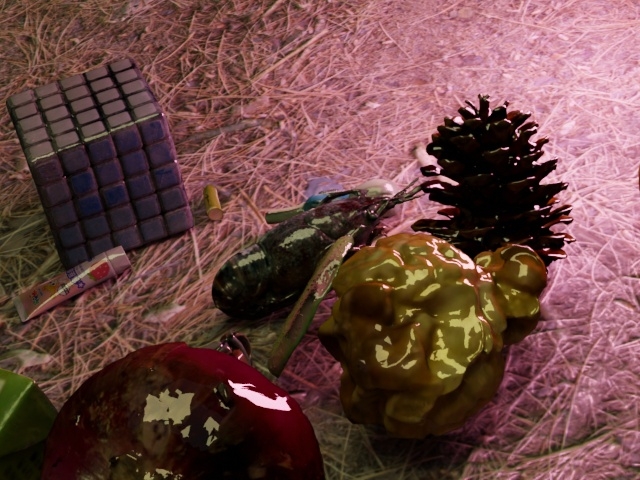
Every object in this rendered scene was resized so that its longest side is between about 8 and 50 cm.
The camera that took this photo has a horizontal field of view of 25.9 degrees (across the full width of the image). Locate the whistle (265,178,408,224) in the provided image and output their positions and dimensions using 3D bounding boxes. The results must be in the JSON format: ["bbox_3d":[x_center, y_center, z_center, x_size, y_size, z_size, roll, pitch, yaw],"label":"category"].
[{"bbox_3d":[0.027,-0.049,2.232,0.236,0.077,0.114,-10,7,14],"label":"whistle"}]

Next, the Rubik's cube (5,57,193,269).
[{"bbox_3d":[-0.368,-0.133,2.321,0.237,0.236,0.238,-21,37,-8],"label":"Rubik's cube"}]

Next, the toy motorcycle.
[{"bbox_3d":[-0.125,0.187,1.951,0.118,0.084,0.212,-32,27,-18],"label":"toy motorcycle"}]

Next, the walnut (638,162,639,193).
[{"bbox_3d":[0.567,-0.103,2.035,0.193,0.193,0.225,19,56,36],"label":"walnut"}]

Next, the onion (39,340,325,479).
[{"bbox_3d":[-0.148,0.289,1.698,0.348,0.347,0.385,-4,0,12],"label":"onion"}]

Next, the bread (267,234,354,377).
[{"bbox_3d":[-0.018,0.090,1.950,0.034,0.228,0.228,29,45,-2],"label":"bread"}]

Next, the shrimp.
[{"bbox_3d":[-0.002,0.001,2.121,0.372,0.137,0.172,-23,34,-12],"label":"shrimp"}]

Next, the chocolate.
[{"bbox_3d":[-0.448,0.275,1.789,0.301,0.288,0.137,11,54,30],"label":"chocolate"}]

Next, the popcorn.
[{"bbox_3d":[0.144,0.108,1.830,0.332,0.225,0.265,-39,73,-10],"label":"popcorn"}]

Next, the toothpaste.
[{"bbox_3d":[-0.401,0.068,2.239,0.195,0.042,0.067,-28,42,-9],"label":"toothpaste"}]

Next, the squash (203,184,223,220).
[{"bbox_3d":[-0.184,-0.067,2.353,0.028,0.027,0.083,-16,35,-3],"label":"squash"}]

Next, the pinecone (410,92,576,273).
[{"bbox_3d":[0.242,-0.066,2.006,0.246,0.292,0.246,-9,9,2],"label":"pinecone"}]
